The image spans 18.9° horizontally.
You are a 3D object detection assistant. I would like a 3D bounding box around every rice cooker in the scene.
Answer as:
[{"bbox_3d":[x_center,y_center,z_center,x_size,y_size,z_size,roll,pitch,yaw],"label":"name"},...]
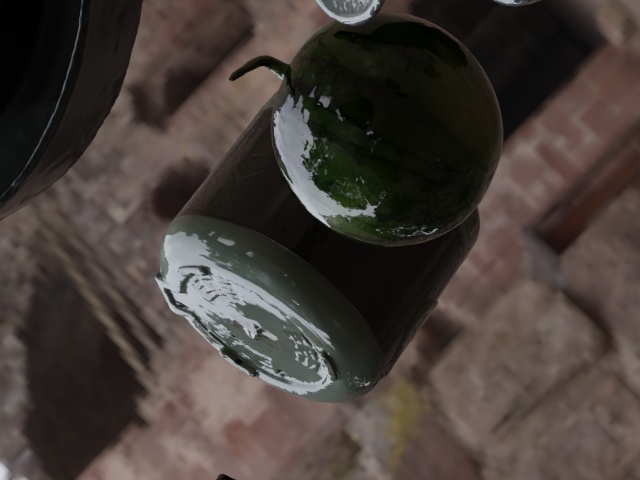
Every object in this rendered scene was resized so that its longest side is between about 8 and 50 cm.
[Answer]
[{"bbox_3d":[0.003,-0.001,1.990,0.288,0.277,0.288,28,153,16],"label":"rice cooker"}]

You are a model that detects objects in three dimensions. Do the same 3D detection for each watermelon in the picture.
[{"bbox_3d":[0.043,-0.096,1.559,0.215,0.188,0.188,29,-176,12],"label":"watermelon"}]

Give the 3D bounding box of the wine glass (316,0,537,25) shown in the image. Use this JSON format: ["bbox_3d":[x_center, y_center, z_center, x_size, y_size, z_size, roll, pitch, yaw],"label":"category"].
[{"bbox_3d":[0.090,-0.252,1.526,0.196,0.165,0.165,-16,-133,-28],"label":"wine glass"}]

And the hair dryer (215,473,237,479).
[{"bbox_3d":[-0.005,0.277,1.118,0.244,0.116,0.302,25,-158,5],"label":"hair dryer"}]

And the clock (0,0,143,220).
[{"bbox_3d":[-0.234,-0.148,0.974,0.319,0.319,0.066,45,-153,12],"label":"clock"}]
